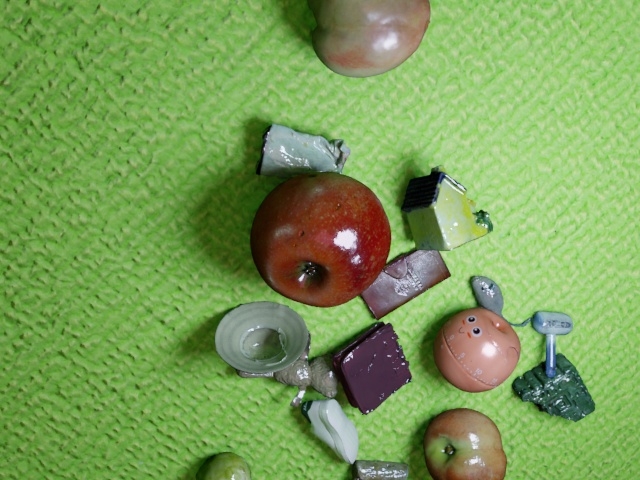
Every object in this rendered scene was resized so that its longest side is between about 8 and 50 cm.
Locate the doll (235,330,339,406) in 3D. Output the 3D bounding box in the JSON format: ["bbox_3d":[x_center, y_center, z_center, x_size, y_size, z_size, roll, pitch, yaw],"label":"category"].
[{"bbox_3d":[-0.084,0.379,1.827,0.286,0.091,0.202,-17,75,-16],"label":"doll"}]

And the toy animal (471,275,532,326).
[{"bbox_3d":[0.526,0.194,1.889,0.079,0.070,0.253,-40,112,20],"label":"toy animal"}]

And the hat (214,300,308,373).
[{"bbox_3d":[-0.157,0.288,1.744,0.252,0.252,0.110,-7,132,-8],"label":"hat"}]

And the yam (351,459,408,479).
[{"bbox_3d":[0.183,0.712,1.971,0.179,0.078,0.078,9,104,-13],"label":"yam"}]

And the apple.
[{"bbox_3d":[0.000,0.000,1.610,0.349,0.277,0.348,7,129,9],"label":"apple"}]

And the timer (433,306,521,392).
[{"bbox_3d":[0.437,0.306,1.815,0.230,0.229,0.215,35,114,-17],"label":"timer"}]

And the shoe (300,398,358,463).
[{"bbox_3d":[0.028,0.556,1.903,0.110,0.095,0.265,-2,128,28],"label":"shoe"}]

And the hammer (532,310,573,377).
[{"bbox_3d":[0.688,0.309,1.918,0.116,0.069,0.194,5,81,-11],"label":"hammer"}]

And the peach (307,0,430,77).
[{"bbox_3d":[0.113,-0.530,1.517,0.292,0.247,0.292,1,97,12],"label":"peach"}]

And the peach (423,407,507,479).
[{"bbox_3d":[0.427,0.621,1.898,0.252,0.252,0.252,-3,106,-9],"label":"peach"}]

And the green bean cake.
[{"bbox_3d":[0.721,0.479,1.980,0.193,0.107,0.208,-34,110,0],"label":"green bean cake"}]

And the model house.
[{"bbox_3d":[0.322,-0.094,1.712,0.170,0.194,0.211,-22,97,-17],"label":"model house"}]

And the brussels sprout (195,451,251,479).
[{"bbox_3d":[-0.281,0.674,1.849,0.151,0.149,0.122,-32,94,-40],"label":"brussels sprout"}]

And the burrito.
[{"bbox_3d":[-0.045,-0.219,1.666,0.229,0.089,0.144,10,118,-12],"label":"burrito"}]

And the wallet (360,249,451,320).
[{"bbox_3d":[0.235,0.112,1.832,0.255,0.031,0.137,-32,108,0],"label":"wallet"}]

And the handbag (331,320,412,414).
[{"bbox_3d":[0.150,0.359,1.837,0.216,0.074,0.203,-34,113,-24],"label":"handbag"}]
